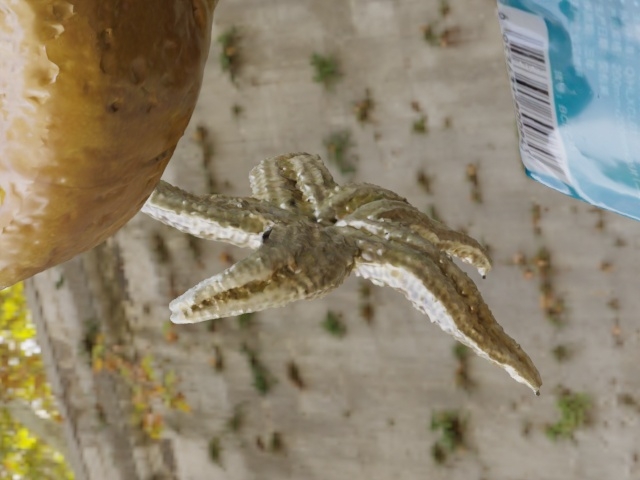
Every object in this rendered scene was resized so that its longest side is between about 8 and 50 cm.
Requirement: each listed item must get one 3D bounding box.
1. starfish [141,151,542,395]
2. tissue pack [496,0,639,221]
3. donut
[{"bbox_3d":[0.000,0.000,0.716,0.236,0.277,0.062,-53,-20,-67],"label":"starfish"},{"bbox_3d":[0.163,-0.140,0.496,0.134,0.192,0.271,-33,-53,-26],"label":"tissue pack"},{"bbox_3d":[-0.153,-0.084,0.494,0.114,0.226,0.227,-45,-53,-60],"label":"donut"}]
